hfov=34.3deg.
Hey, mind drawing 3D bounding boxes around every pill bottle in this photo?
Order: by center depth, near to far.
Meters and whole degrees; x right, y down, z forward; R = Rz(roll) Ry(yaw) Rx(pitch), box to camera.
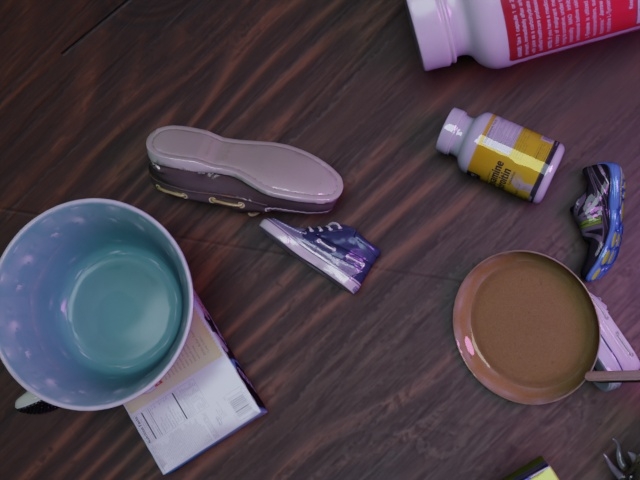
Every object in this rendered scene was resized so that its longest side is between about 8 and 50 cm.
[{"bbox_3d":[0.332,-0.395,1.579,0.408,0.229,0.229,-15,81,6],"label":"pill bottle"},{"bbox_3d":[0.278,-0.137,1.617,0.184,0.103,0.103,25,87,11],"label":"pill bottle"}]

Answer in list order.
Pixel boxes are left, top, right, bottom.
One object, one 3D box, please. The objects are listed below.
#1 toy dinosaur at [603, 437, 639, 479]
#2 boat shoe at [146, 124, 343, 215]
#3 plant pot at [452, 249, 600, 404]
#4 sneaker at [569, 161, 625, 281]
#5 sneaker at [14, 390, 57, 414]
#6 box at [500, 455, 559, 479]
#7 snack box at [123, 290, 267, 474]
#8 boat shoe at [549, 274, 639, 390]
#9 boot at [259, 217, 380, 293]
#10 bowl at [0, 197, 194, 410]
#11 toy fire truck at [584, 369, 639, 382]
[{"bbox_3d":[0.457,0.465,1.522,0.160,0.121,0.313,19,90,22],"label":"toy dinosaur"},{"bbox_3d":[-0.124,-0.097,1.673,0.324,0.096,0.116,13,44,6],"label":"boat shoe"},{"bbox_3d":[0.313,0.129,1.568,0.236,0.032,0.236,7,102,34],"label":"plant pot"},{"bbox_3d":[0.426,-0.028,1.609,0.078,0.067,0.188,4,84,30],"label":"sneaker"},{"bbox_3d":[-0.430,0.224,1.701,0.161,0.057,0.075,-27,63,5],"label":"sneaker"},{"bbox_3d":[0.292,0.363,1.510,0.109,0.178,0.042,-33,80,3],"label":"box"},{"bbox_3d":[-0.249,0.189,1.670,0.187,0.060,0.322,-33,79,2],"label":"snack box"},{"bbox_3d":[0.403,0.120,1.588,0.076,0.083,0.226,-23,78,-23],"label":"boat shoe"},{"bbox_3d":[0.000,0.000,1.663,0.190,0.069,0.086,34,81,3],"label":"boot"},{"bbox_3d":[-0.323,0.102,1.578,0.312,0.163,0.311,-1,81,9],"label":"bowl"},{"bbox_3d":[0.520,0.242,1.455,0.158,0.217,0.246,-41,54,5],"label":"toy fire truck"}]
